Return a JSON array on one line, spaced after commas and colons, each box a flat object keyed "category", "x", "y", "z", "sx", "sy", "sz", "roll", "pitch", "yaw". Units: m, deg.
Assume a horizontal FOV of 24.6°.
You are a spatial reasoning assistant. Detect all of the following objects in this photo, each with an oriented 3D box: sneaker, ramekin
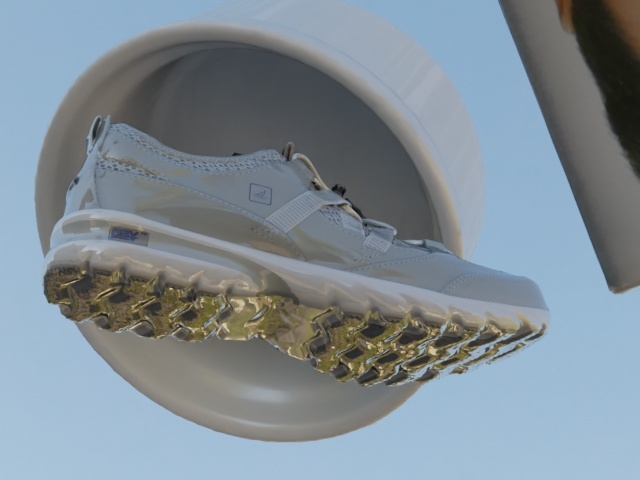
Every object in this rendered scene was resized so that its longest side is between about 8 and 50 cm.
[{"category": "sneaker", "x": 0.000, "y": 0.000, "z": 0.772, "sx": 0.281, "sy": 0.115, "sz": 0.105, "roll": 14, "pitch": -28, "yaw": -23}, {"category": "ramekin", "x": -0.027, "y": -0.023, "z": 0.931, "sx": 0.277, "sy": 0.135, "sz": 0.277, "roll": 9, "pitch": -62, "yaw": 17}]

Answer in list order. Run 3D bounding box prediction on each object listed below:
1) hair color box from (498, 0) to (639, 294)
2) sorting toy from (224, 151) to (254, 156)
[{"category": "hair color box", "x": 0.121, "y": -0.192, "z": 0.443, "sx": 0.185, "sy": 0.374, "sz": 0.113, "roll": -25, "pitch": -8, "yaw": 32}, {"category": "sorting toy", "x": -0.045, "y": -0.023, "z": 0.889, "sx": 0.042, "sy": 0.061, "sz": 0.102, "roll": 14, "pitch": -5, "yaw": 17}]
